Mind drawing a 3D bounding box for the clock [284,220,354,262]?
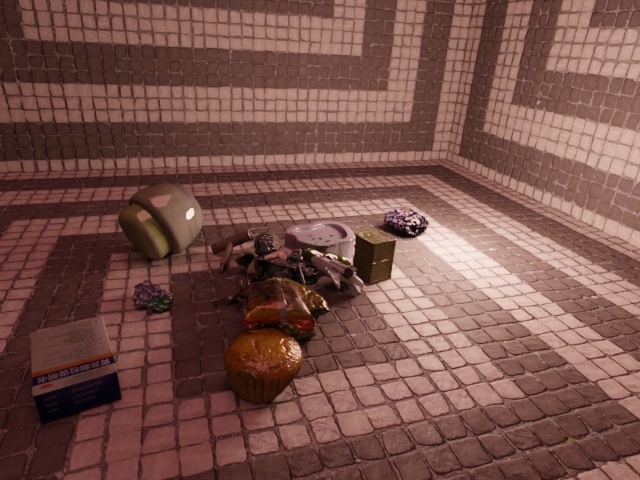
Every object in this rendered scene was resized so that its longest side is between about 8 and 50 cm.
[{"bbox_3d":[0.000,0.000,2.173,0.339,0.102,0.338,3,24,-1],"label":"clock"}]

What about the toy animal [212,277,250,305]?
[{"bbox_3d":[-0.283,0.192,1.716,0.219,0.095,0.155,8,35,6],"label":"toy animal"}]

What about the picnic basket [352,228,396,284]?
[{"bbox_3d":[0.220,0.064,1.947,0.134,0.196,0.154,-14,29,-32],"label":"picnic basket"}]

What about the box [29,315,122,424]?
[{"bbox_3d":[-0.705,0.356,1.290,0.200,0.106,0.299,-12,30,-29],"label":"box"}]

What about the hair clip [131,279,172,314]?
[{"bbox_3d":[-0.637,0.221,1.684,0.195,0.052,0.124,29,43,29],"label":"hair clip"}]

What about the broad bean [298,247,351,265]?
[{"bbox_3d":[0.011,0.082,1.951,0.061,0.077,0.339,-18,-23,41],"label":"broad bean"}]

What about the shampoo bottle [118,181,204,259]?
[{"bbox_3d":[-0.699,-0.094,2.008,0.322,0.322,0.317,24,52,37],"label":"shampoo bottle"}]

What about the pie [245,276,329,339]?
[{"bbox_3d":[-0.122,0.238,1.605,0.303,0.067,0.302,8,39,-6],"label":"pie"}]

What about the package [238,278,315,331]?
[{"bbox_3d":[-0.157,0.202,1.471,0.223,0.108,0.288,-1,17,-17],"label":"package"}]

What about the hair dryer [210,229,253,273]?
[{"bbox_3d":[-0.398,0.052,1.999,0.195,0.053,0.220,-22,33,7],"label":"hair dryer"}]

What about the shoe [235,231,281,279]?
[{"bbox_3d":[-0.271,0.063,1.960,0.211,0.132,0.342,-4,29,-22],"label":"shoe"}]

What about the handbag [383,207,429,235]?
[{"bbox_3d":[0.473,-0.103,2.436,0.229,0.126,0.208,-8,25,-43],"label":"handbag"}]

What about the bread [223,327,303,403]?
[{"bbox_3d":[-0.165,0.356,1.317,0.240,0.139,0.240,3,24,-2],"label":"bread"}]

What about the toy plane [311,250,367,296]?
[{"bbox_3d":[0.076,0.126,1.827,0.255,0.101,0.251,33,12,14],"label":"toy plane"}]

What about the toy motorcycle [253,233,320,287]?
[{"bbox_3d":[-0.154,0.106,1.786,0.307,0.108,0.173,33,71,6],"label":"toy motorcycle"}]
